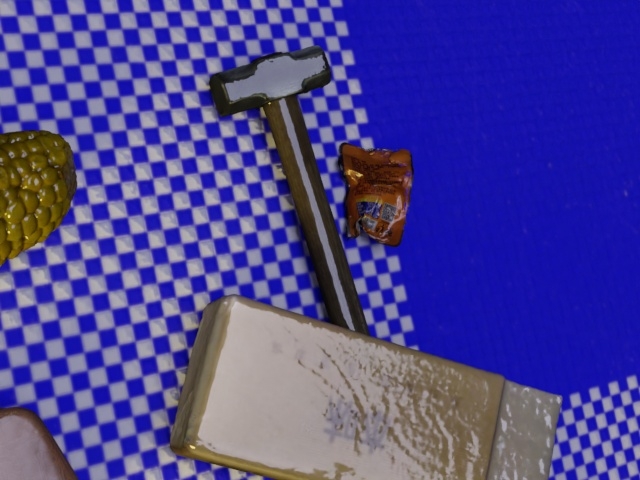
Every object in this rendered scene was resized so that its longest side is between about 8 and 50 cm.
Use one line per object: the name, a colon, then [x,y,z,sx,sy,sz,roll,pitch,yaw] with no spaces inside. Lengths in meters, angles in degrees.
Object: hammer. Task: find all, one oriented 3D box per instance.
hammer: [0.000,0.000,0.987,0.111,0.043,0.365,-18,93,-21]

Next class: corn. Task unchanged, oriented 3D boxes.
corn: [-0.320,0.002,0.754,0.321,0.119,0.119,-28,95,-32]

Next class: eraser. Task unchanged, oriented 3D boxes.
eraser: [0.047,0.163,0.930,0.343,0.078,0.144,17,74,-15]

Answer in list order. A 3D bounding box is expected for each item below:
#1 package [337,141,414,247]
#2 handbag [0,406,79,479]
package: [0.054,-0.048,1.035,0.077,0.033,0.111,3,73,5]
handbag: [-0.279,0.210,0.766,0.193,0.072,0.151,-29,96,-30]
